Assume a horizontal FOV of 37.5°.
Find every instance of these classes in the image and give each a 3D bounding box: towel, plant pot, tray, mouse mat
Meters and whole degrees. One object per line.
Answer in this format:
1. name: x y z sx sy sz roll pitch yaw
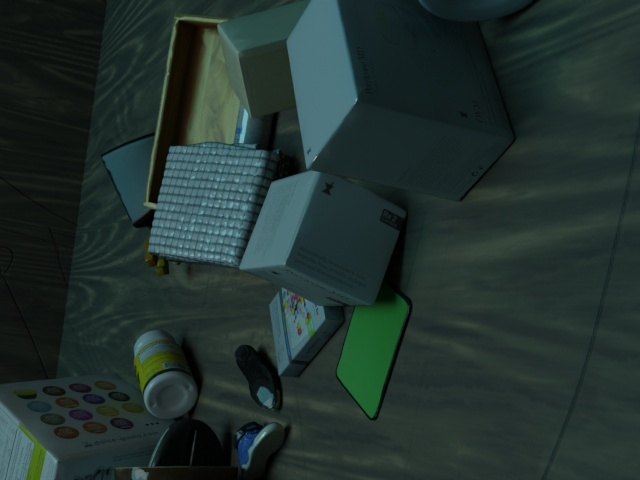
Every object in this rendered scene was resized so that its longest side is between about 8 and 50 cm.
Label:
1. towel: -0.186 -0.064 1.791 0.283 0.121 0.235 5 78 40
2. plant pot: -0.345 -0.156 2.125 0.167 0.187 0.188 -32 80 28
3. tray: -0.233 -0.253 1.962 0.202 0.076 0.411 10 92 22
4. plant pot: -0.250 0.507 1.621 0.215 0.215 0.230 -28 59 60
5. mouse mat: 0.073 0.147 1.374 0.152 0.007 0.190 -136 57 -61

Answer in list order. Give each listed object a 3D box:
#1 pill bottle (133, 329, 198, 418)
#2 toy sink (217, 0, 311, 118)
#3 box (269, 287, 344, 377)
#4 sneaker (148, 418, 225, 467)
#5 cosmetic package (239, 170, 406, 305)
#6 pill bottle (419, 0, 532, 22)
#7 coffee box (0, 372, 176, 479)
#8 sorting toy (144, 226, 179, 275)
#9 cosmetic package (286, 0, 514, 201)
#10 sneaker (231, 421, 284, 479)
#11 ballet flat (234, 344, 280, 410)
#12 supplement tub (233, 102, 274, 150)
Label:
1. pill bottle: -0.350 0.293 2.101 0.208 0.119 0.119 52 129 58
2. toy sink: -0.035 -0.311 1.584 0.153 0.234 0.131 -123 18 -54
3. box: -0.027 0.119 1.562 0.186 0.038 0.145 -53 37 44
4. sneaker: -0.319 0.558 1.881 0.257 0.169 0.448 8 91 63
5. cosmetic package: 0.000 0.000 1.374 0.183 0.151 0.151 -8 59 66
6. pill bottle: 0.184 -0.427 1.149 0.161 0.161 0.283 -37 48 56
7. coffee box: -0.533 0.517 2.041 0.334 0.337 0.338 27 107 41
8. sorting toy: -0.377 -0.043 2.258 0.229 0.041 0.307 67 -169 -55
9. cosmetic package: 0.094 -0.192 1.186 0.138 0.224 0.224 -53 37 46
10. sneaker: -0.111 0.342 1.641 0.085 0.058 0.152 65 146 38
11. ballet flat: -0.106 0.246 1.699 0.057 0.049 0.173 -46 38 7
12. supplement tub: -0.133 -0.218 1.865 0.071 0.071 0.107 11 92 65
